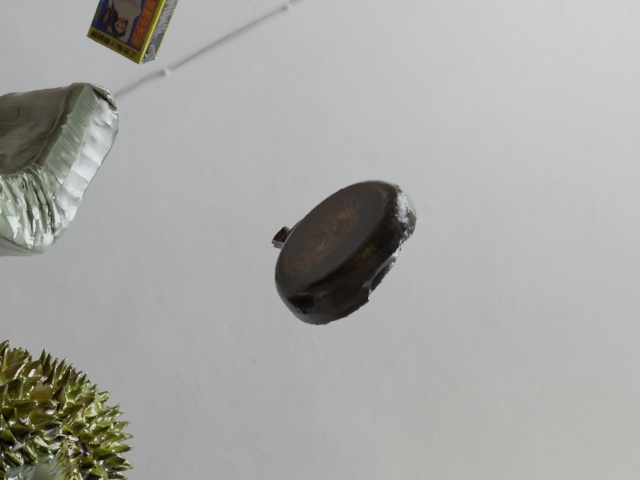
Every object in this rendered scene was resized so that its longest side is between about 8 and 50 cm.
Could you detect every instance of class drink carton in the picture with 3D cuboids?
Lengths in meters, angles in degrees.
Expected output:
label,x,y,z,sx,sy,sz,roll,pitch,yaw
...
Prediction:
label,x,y,z,sx,sy,sz,roll,pitch,yaw
drink carton,-0.182,-0.276,1.255,0.071,0.056,0.166,30,-67,8

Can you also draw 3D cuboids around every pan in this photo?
label,x,y,z,sx,sy,sz,roll,pitch,yaw
pan,-0.002,-0.002,0.852,0.040,0.212,0.115,44,-100,-20

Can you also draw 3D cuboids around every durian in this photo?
label,x,y,z,sx,sy,sz,roll,pitch,yaw
durian,-0.266,0.196,0.837,0.224,0.291,0.291,10,-108,14

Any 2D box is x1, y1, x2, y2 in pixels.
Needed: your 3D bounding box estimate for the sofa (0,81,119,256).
label,x,y,z,sx,sy,sz,roll,pitch,yaw
sofa,-0.378,-0.104,1.374,0.210,0.176,0.225,3,-120,47
